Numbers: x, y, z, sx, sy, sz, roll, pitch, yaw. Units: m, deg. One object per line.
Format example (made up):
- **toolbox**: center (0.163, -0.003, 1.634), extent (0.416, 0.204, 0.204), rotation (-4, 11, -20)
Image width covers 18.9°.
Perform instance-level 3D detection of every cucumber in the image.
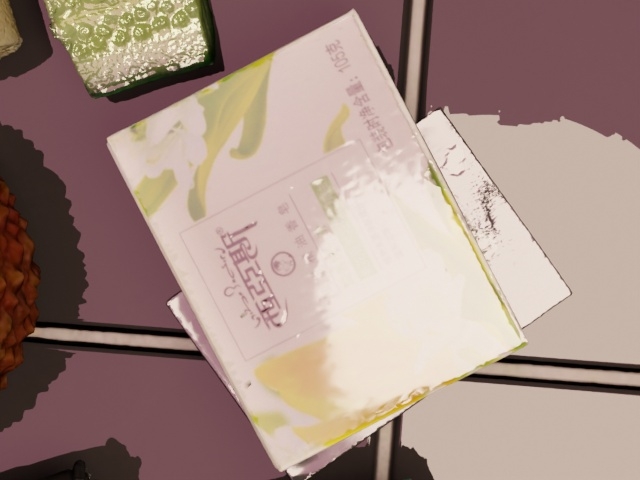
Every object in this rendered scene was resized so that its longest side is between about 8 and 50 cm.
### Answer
- **cucumber**: center (-0.139, -0.166, 1.355), extent (0.115, 0.062, 0.116), rotation (-17, 98, 4)

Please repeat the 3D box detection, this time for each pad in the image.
- **pad**: center (0.035, 0.043, 1.384), extent (0.245, 0.006, 0.170), rotation (-35, 91, 2)

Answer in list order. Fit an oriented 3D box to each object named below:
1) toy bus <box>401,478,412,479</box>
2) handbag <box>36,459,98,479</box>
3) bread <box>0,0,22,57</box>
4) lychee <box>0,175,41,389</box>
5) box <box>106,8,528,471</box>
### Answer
- **toy bus**: center (-0.020, 0.254, 1.265), extent (0.256, 0.128, 0.147), rotation (-15, 108, -9)
- **handbag**: center (-0.234, 0.287, 1.338), extent (0.246, 0.080, 0.223), rotation (-22, 105, -5)
- **bread**: center (-0.296, -0.179, 1.325), extent (0.148, 0.134, 0.141), rotation (-18, 91, -8)
- **lychee**: center (-0.331, 0.041, 1.267), extent (0.304, 0.275, 0.276), rotation (-18, 91, -29)
- **box**: center (0.000, 0.000, 1.328), extent (0.194, 0.111, 0.260), rotation (-28, 92, 3)
